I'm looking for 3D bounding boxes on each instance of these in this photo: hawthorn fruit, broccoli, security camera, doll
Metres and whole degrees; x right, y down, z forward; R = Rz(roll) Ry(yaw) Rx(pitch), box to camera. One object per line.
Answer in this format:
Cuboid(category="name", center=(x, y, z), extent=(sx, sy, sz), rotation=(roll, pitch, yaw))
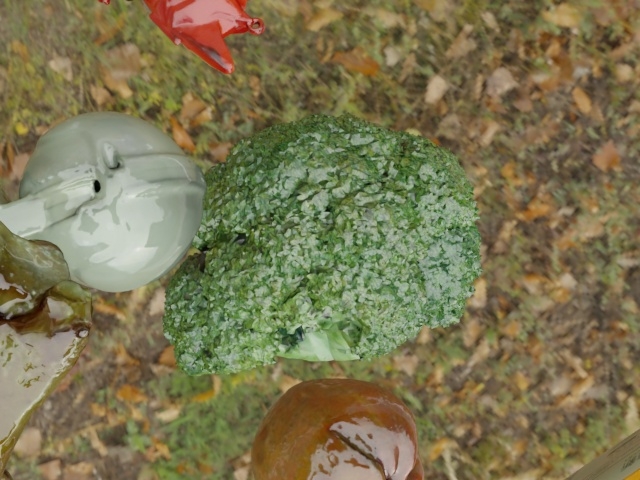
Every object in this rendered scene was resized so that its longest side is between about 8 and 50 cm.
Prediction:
Cuboid(category="hawthorn fruit", center=(0.006, 0.340, 1.680), extent=(0.277, 0.298, 0.277), rotation=(-20, 121, -37))
Cuboid(category="broccoli", center=(0.006, 0.002, 1.254), extent=(0.413, 0.321, 0.310), rotation=(-42, 96, -27))
Cuboid(category="security camera", center=(-0.235, -0.016, 0.920), extent=(0.277, 0.197, 0.191), rotation=(-20, 172, 1))
Cuboid(category="doll", center=(-0.122, -0.214, 0.916), extent=(0.109, 0.169, 0.057), rotation=(-59, 171, -24))

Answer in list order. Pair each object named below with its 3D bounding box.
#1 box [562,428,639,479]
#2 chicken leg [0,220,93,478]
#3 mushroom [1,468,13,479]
Cuboid(category="box", center=(0.280, 0.241, 0.967), extent=(0.274, 0.091, 0.220), rotation=(-44, 167, 28))
Cuboid(category="chicken leg", center=(-0.212, 0.182, 0.529), extent=(0.361, 0.211, 0.140), rotation=(-55, 158, 6))
Cuboid(category="mushroom", center=(-0.216, 0.360, 0.792), extent=(0.137, 0.407, 0.154), rotation=(-33, 156, 6))
